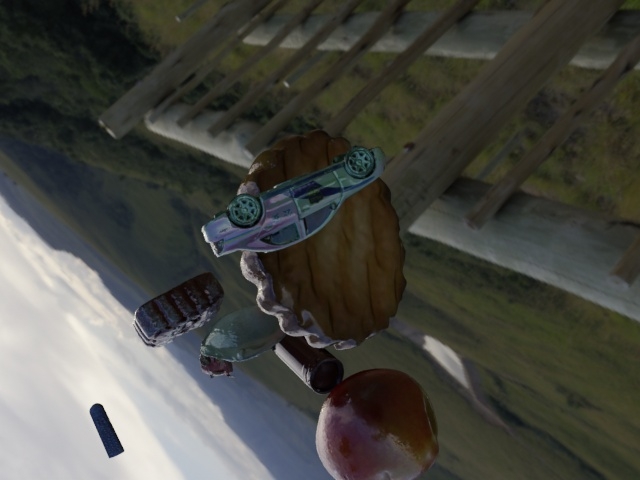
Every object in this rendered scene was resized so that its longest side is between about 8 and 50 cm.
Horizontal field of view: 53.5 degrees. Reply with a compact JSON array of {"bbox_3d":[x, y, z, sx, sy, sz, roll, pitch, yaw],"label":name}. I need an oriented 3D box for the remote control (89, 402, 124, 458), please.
[{"bbox_3d":[-0.570,0.502,1.688,0.152,0.044,0.027,69,165,-5],"label":"remote control"}]

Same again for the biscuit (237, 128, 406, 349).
[{"bbox_3d":[0.000,0.000,0.933,0.107,0.325,0.325,-17,122,43],"label":"biscuit"}]

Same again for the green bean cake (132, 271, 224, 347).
[{"bbox_3d":[-0.359,0.184,1.620,0.097,0.233,0.198,55,149,10],"label":"green bean cake"}]

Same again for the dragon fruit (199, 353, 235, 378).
[{"bbox_3d":[-0.349,0.400,2.119,0.096,0.102,0.147,-45,-49,-82],"label":"dragon fruit"}]

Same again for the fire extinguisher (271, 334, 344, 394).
[{"bbox_3d":[-0.049,0.284,1.573,0.104,0.105,0.269,52,167,-31],"label":"fire extinguisher"}]

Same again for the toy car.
[{"bbox_3d":[-0.024,-0.040,0.720,0.090,0.224,0.076,180,67,-81],"label":"toy car"}]

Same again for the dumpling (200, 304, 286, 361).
[{"bbox_3d":[-0.155,0.219,1.397,0.104,0.217,0.149,83,169,-50],"label":"dumpling"}]

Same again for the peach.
[{"bbox_3d":[0.112,0.408,1.395,0.248,0.275,0.245,-82,-32,-73],"label":"peach"}]
